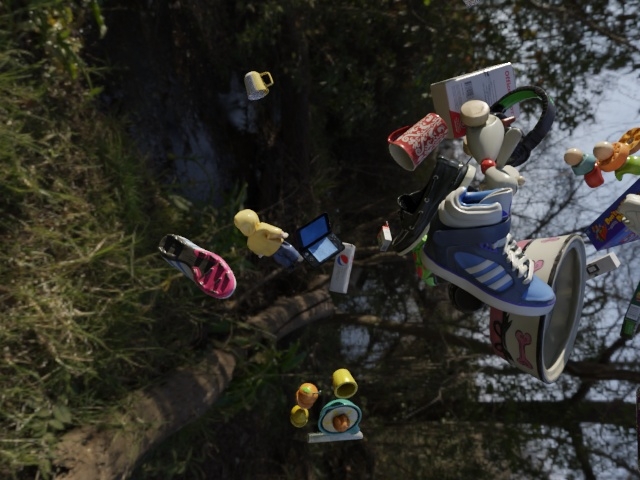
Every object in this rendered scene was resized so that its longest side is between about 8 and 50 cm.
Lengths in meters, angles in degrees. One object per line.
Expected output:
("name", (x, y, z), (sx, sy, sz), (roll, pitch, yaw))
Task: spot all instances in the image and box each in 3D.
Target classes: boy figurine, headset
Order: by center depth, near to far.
("headset", (0.592, -0.312, 1.683), (0.185, 0.394, 0.243), (31, 25, -31))
("boy figurine", (-0.193, 0.002, 1.857), (0.285, 0.177, 0.092), (38, 45, -8))

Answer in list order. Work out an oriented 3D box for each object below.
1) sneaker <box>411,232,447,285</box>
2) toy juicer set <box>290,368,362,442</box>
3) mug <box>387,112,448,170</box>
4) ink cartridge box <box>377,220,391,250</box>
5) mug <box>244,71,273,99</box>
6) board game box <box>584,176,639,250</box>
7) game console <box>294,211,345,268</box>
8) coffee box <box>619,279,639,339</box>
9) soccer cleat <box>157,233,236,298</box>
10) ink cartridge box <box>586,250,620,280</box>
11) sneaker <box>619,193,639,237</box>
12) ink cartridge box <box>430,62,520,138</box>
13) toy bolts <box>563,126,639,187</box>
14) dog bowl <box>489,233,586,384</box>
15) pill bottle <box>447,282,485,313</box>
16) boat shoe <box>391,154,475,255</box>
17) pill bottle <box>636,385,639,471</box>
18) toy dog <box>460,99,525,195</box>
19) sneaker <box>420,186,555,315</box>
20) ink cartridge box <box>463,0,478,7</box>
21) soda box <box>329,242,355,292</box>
("sneaker", (0.449, 0.056, 1.890), (0.483, 0.202, 0.185), (25, 53, -71))
("toy juicer set", (0.021, 0.541, 1.544), (0.089, 0.209, 0.329), (-115, -168, -55))
("mug", (0.306, -0.332, 1.658), (0.150, 0.169, 0.113), (45, -10, 15))
("ink cartridge box", (0.248, -0.020, 2.040), (0.115, 0.029, 0.062), (-96, -158, -46))
("mug", (-0.180, -0.446, 1.474), (0.062, 0.078, 0.064), (146, -76, -73))
("board game box", (0.947, -0.111, 1.451), (0.347, 0.233, 0.078), (103, -30, -58))
("game console", (0.000, 0.000, 1.685), (0.124, 0.144, 0.085), (48, -27, 17))
("coffee box", (0.986, 0.205, 1.607), (0.184, 0.040, 0.113), (-52, 142, -24))
("soccer cleat", (-0.384, 0.086, 1.684), (0.116, 0.331, 0.143), (-53, 156, -9))
("ink cartridge box", (1.100, 0.115, 2.086), (0.104, 0.180, 0.060), (-12, 72, -53))
("sneaker", (0.785, -0.042, 1.213), (0.292, 0.118, 0.110), (25, 90, -49))
("ink cartridge box", (0.552, -0.496, 1.840), (0.114, 0.273, 0.197), (-141, -146, -69))
("toy bolts", (0.945, -0.299, 1.735), (0.218, 0.159, 0.228), (-65, -167, -20))
("dog bowl", (0.600, 0.175, 1.424), (0.408, 0.150, 0.407), (-14, 109, -49))
("pill bottle", (0.486, 0.175, 1.710), (0.219, 0.123, 0.122), (-4, 89, -78))
("boat shoe", (0.261, -0.092, 1.362), (0.340, 0.113, 0.127), (-54, -173, 49))
("pill bottle", (0.892, 0.522, 1.298), (0.169, 0.169, 0.301), (72, 33, -46))
("toy dog", (0.515, -0.259, 1.475), (0.220, 0.161, 0.333), (56, 20, -69))
("sneaker", (0.394, 0.010, 1.116), (0.130, 0.323, 0.236), (-53, 164, -52))
("ink cartridge box", (0.504, -0.895, 1.778), (0.104, 0.062, 0.181), (40, 42, -28))
("soda box", (0.097, 0.121, 2.269), (0.074, 0.069, 0.216), (31, 70, -76))
